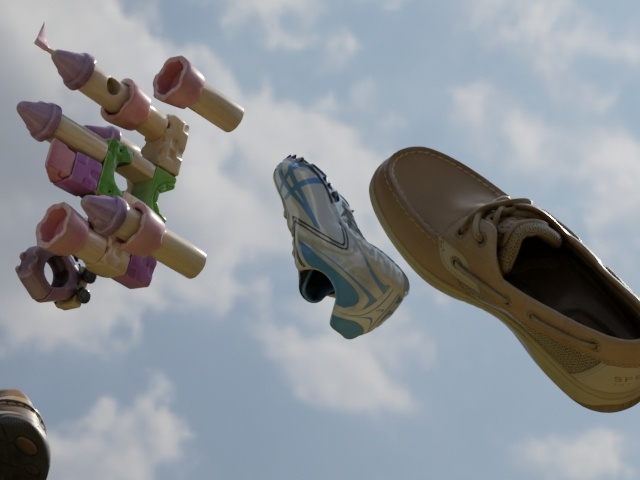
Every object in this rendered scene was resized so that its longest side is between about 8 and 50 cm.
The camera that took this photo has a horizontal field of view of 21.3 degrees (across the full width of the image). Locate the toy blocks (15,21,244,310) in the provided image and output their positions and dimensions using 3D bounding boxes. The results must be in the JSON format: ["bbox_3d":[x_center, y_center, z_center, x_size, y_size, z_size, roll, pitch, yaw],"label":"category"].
[{"bbox_3d":[-0.311,-0.097,2.224,0.309,0.289,0.260,-13,-35,44],"label":"toy blocks"}]

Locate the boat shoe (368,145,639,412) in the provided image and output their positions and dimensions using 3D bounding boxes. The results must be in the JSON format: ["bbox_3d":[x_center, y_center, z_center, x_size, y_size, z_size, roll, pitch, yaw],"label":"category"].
[{"bbox_3d":[0.180,0.008,1.562,0.341,0.121,0.110,41,-28,26],"label":"boat shoe"}]

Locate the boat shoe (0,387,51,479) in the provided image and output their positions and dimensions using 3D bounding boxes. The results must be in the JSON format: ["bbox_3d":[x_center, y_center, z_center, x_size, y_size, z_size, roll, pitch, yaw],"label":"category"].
[{"bbox_3d":[-0.386,0.270,1.668,0.324,0.120,0.122,-40,-65,10],"label":"boat shoe"}]

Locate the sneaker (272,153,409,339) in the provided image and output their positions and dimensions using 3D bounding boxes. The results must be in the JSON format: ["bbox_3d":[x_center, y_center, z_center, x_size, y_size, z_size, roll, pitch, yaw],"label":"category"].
[{"bbox_3d":[0.000,0.000,1.536,0.086,0.237,0.085,-39,-51,3],"label":"sneaker"}]
